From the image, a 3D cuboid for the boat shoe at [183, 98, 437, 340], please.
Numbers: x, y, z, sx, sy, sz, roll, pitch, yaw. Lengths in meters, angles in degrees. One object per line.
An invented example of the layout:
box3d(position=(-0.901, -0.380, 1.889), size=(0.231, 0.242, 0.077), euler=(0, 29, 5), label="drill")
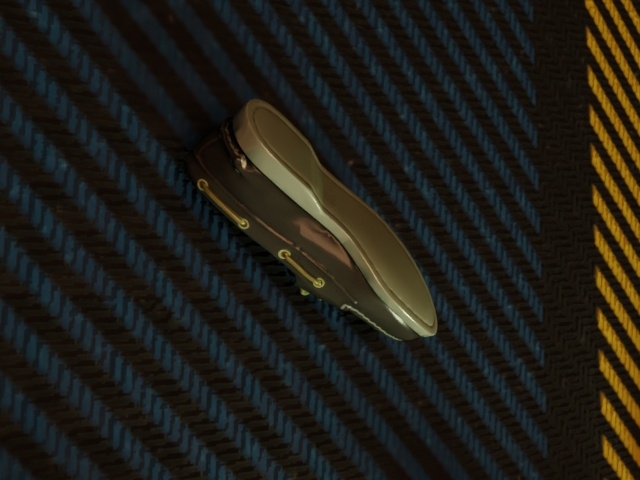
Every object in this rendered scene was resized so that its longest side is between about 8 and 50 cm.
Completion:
box3d(position=(0.000, 0.000, 0.604), size=(0.228, 0.068, 0.081), euler=(47, 26, -25), label="boat shoe")
